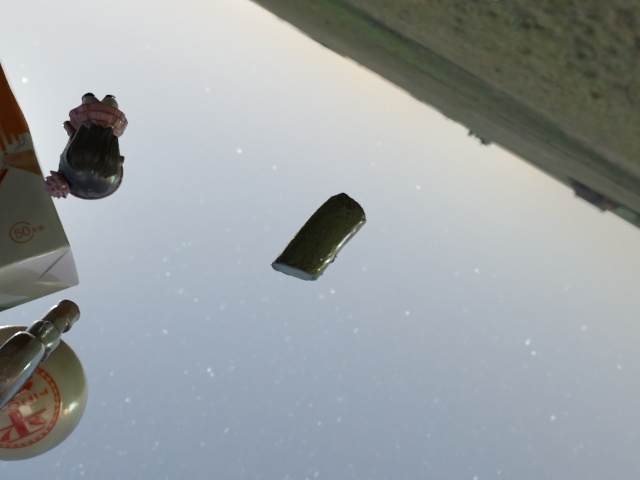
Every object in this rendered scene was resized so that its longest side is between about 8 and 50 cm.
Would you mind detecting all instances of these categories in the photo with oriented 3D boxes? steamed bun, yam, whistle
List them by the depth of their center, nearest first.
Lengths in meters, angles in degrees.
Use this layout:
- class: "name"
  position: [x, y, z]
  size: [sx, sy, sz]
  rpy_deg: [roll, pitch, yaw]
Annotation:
- class: "yam"
  position: [0.000, 0.000, 0.727]
  size: [0.043, 0.094, 0.043]
  rpy_deg: [31, 155, 16]
- class: "whistle"
  position: [-0.387, 0.145, 1.093]
  size: [0.057, 0.107, 0.220]
  rpy_deg: [37, -148, -4]
- class: "steamed bun"
  position: [-0.504, 0.259, 1.368]
  size: [0.232, 0.231, 0.145]
  rpy_deg: [27, -176, -14]

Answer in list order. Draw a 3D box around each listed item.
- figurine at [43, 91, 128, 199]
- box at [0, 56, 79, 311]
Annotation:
- class: "figurine"
  position: [-0.226, -0.094, 0.808]
  size: [0.072, 0.054, 0.129]
  rpy_deg: [5, -127, -14]
- class: "box"
  position: [-0.482, -0.075, 1.094]
  size: [0.341, 0.225, 0.143]
  rpy_deg: [64, 161, 16]
